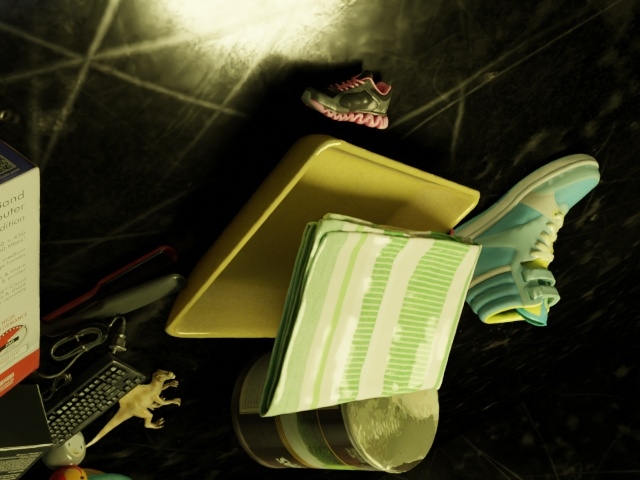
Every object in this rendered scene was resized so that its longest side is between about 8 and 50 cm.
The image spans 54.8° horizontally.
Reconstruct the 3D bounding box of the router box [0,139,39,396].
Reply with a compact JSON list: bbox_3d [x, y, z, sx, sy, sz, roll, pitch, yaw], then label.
[{"bbox_3d":[-0.380,0.101,0.474,0.335,0.082,0.301,-45,165,-45],"label":"router box"}]

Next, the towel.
[{"bbox_3d":[0.082,0.098,0.800,0.324,0.038,0.248,5,103,-44],"label":"towel"}]

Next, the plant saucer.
[{"bbox_3d":[0.000,0.000,0.811,0.332,0.081,0.333,10,131,-48],"label":"plant saucer"}]

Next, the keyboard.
[{"bbox_3d":[-0.350,0.229,0.881,0.180,0.023,0.108,-39,130,4],"label":"keyboard"}]

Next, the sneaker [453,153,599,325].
[{"bbox_3d":[0.362,0.018,1.017,0.319,0.208,0.127,-39,147,13],"label":"sneaker"}]

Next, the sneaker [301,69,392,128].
[{"bbox_3d":[0.032,-0.155,0.656,0.119,0.047,0.057,0,119,-43],"label":"sneaker"}]

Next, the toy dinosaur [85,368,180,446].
[{"bbox_3d":[-0.292,0.266,1.000,0.183,0.053,0.092,-43,133,8],"label":"toy dinosaur"}]

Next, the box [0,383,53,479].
[{"bbox_3d":[-0.502,0.264,0.752,0.184,0.103,0.261,-45,147,19],"label":"box"}]

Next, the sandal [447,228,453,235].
[{"bbox_3d":[0.170,0.007,0.936,0.179,0.040,0.067,-62,-174,4],"label":"sandal"}]

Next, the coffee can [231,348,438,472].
[{"bbox_3d":[0.017,0.259,0.983,0.201,0.202,0.275,3,165,-42],"label":"coffee can"}]

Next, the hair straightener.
[{"bbox_3d":[-0.261,0.093,0.717,0.230,0.089,0.047,-26,151,-7],"label":"hair straightener"}]

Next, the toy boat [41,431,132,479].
[{"bbox_3d":[-0.430,0.425,1.035,0.267,0.148,0.318,-4,148,-29],"label":"toy boat"}]
